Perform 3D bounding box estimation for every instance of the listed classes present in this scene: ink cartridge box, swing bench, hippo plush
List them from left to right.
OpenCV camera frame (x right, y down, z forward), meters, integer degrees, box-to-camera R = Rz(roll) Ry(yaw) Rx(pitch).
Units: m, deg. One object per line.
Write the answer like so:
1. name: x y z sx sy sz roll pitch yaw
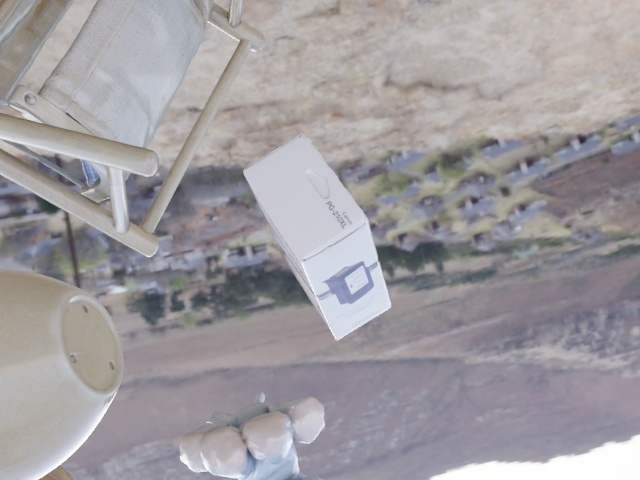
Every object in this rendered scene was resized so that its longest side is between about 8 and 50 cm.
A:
1. swing bench: -0.199 -0.167 0.691 0.254 0.253 0.165 23 155 0
2. hippo plush: -0.104 0.412 1.451 0.234 0.237 0.294 -17 180 -30
3. ink cartridge box: 0.000 0.000 1.135 0.100 0.172 0.237 -31 148 -6

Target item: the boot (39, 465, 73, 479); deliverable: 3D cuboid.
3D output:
1. boot: -0.474 0.362 1.277 0.089 0.236 0.269 -33 124 2

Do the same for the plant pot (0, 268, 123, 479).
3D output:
1. plant pot: -0.353 0.150 1.012 0.190 0.284 0.284 -20 167 15
